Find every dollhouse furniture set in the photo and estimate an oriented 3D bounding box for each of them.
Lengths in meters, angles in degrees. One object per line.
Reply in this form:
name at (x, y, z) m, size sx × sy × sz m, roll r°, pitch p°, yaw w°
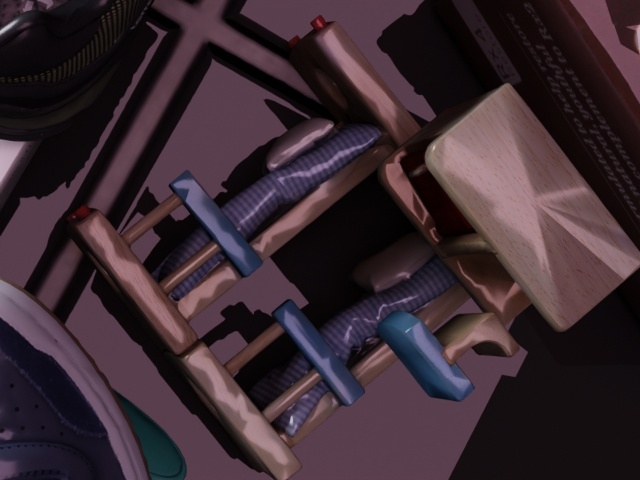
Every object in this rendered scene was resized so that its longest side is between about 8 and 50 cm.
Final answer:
dollhouse furniture set at (0.000, 0.000, 0.656) m, size 0.129 × 0.183 × 0.129 m, roll -40°, pitch 95°, yaw -10°

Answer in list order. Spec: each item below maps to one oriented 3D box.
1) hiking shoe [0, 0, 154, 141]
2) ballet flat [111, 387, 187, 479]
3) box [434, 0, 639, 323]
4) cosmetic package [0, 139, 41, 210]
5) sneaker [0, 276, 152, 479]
hiking shoe at (-0.053, -0.137, 0.588) m, size 0.086 × 0.114 × 0.227 m, roll 27°, pitch 83°, yaw -7°
ballet flat at (-0.147, 0.054, 0.691) m, size 0.203 × 0.074 × 0.074 m, roll 37°, pitch 82°, yaw -14°
box at (0.259, -0.130, 0.737) m, size 0.381 × 0.143 × 0.191 m, roll -35°, pitch 95°, yaw -9°
cosmetic package at (-0.095, -0.115, 0.687) m, size 0.060 × 0.099 × 0.239 m, roll 30°, pitch 82°, yaw -9°
sneaker at (-0.107, 0.158, 0.607) m, size 0.099 × 0.153 × 0.282 m, roll -10°, pitch 108°, yaw 9°
